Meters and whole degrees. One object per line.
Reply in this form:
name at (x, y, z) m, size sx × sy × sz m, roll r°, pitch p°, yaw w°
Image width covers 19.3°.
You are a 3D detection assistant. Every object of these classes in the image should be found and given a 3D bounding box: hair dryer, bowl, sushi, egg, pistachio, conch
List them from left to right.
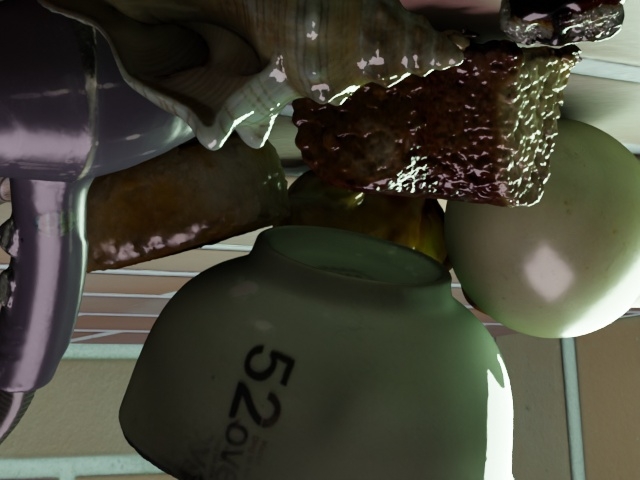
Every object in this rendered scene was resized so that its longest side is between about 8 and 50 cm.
hair dryer at (-0.222, 0.011, 1.198) m, size 0.301 × 0.361 × 0.121 m, roll -9°, pitch -142°, yaw -24°
conch at (-0.037, -0.106, 1.066) m, size 0.234 × 0.137 × 0.114 m, roll -12°, pitch 153°, yaw 17°
bowl at (0.012, 0.099, 1.640) m, size 0.354 × 0.185 × 0.354 m, roll 11°, pitch -167°, yaw -3°
pistachio at (0.051, -0.002, 1.832) m, size 0.210 × 0.130 × 0.165 m, roll 18°, pitch 126°, yaw -35°
egg at (0.199, -0.013, 1.631) m, size 0.189 × 0.188 × 0.254 m, roll -6°, pitch 165°, yaw 16°
sushi at (0.155, -0.154, 1.197) m, size 0.083 × 0.044 × 0.046 m, roll -5°, pitch 150°, yaw -2°

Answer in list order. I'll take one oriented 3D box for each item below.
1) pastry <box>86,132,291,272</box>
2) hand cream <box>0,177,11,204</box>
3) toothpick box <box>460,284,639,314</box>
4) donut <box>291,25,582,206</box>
pastry at (-0.128, -0.034, 1.603) m, size 0.192 × 0.093 × 0.182 m, roll -15°, pitch -178°, yaw 22°
hand cream at (-0.222, -0.069, 1.574) m, size 0.235 × 0.055 × 0.086 m, roll -15°, pitch 173°, yaw 19°
toothpick box at (0.295, 0.011, 1.872) m, size 0.294 × 0.192 × 0.192 m, roll 4°, pitch 171°, yaw -12°
donut at (0.082, -0.089, 1.319) m, size 0.144 × 0.126 × 0.187 m, roll 0°, pitch 175°, yaw 34°
